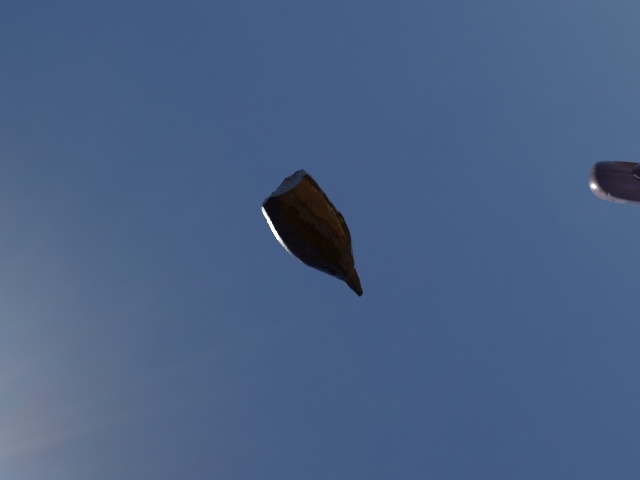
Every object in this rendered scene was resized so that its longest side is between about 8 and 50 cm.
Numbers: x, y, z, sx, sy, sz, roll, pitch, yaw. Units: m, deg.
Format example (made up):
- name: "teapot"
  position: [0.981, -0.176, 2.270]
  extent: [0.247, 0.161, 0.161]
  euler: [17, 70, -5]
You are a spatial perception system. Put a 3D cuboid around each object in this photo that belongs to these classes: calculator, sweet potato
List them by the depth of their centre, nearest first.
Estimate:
- name: "calculator"
  position: [0.211, -0.028, 0.824]
  extent: [0.166, 0.103, 0.024]
  euler: [8, -89, -73]
- name: "sweet potato"
  position: [0.000, 0.000, 1.002]
  extent: [0.117, 0.049, 0.049]
  euler: [54, -154, -29]
